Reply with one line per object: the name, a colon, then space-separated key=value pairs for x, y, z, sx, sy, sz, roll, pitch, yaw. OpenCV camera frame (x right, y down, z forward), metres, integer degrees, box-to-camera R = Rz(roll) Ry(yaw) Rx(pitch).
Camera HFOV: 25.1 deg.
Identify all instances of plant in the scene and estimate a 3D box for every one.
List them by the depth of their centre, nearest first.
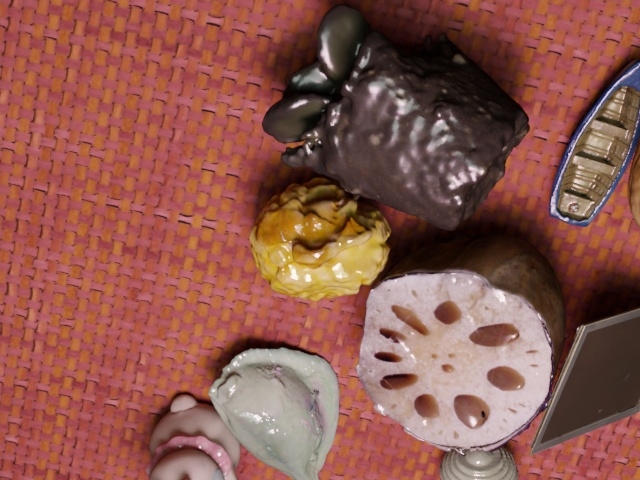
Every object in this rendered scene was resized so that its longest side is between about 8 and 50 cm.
plant: x=0.091 y=-0.145 z=1.665 sx=0.276 sy=0.188 sz=0.199 roll=31 pitch=121 yaw=8

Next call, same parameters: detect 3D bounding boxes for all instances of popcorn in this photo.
popcorn: x=0.000 y=0.000 z=1.747 sx=0.180 sy=0.180 sz=0.170 roll=10 pitch=121 yaw=-3

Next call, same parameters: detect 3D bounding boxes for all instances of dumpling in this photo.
dumpling: x=-0.045 y=0.232 z=1.898 sx=0.149 sy=0.105 sz=0.217 roll=-29 pitch=112 yaw=15

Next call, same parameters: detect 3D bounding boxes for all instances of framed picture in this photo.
framed picture: x=0.367 y=0.163 z=1.813 sx=0.252 sy=0.014 sz=0.197 roll=-11 pitch=127 yaw=-44

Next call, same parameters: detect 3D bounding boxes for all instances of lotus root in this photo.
lotus root: x=0.183 y=0.107 z=1.788 sx=0.272 sy=0.192 sz=0.272 roll=11 pitch=126 yaw=15

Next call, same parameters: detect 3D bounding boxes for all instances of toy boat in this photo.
toy boat: x=0.343 y=-0.124 z=1.745 sx=0.080 sy=0.046 sz=0.229 roll=17 pitch=115 yaw=-6

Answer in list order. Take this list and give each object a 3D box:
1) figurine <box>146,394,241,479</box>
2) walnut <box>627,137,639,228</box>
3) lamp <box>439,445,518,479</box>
figurine: x=-0.169 y=0.324 z=1.874 sx=0.127 sy=0.235 sz=0.155 roll=-3 pitch=116 yaw=3
walnut: x=0.470 y=-0.089 z=1.671 sx=0.225 sy=0.225 sz=0.261 roll=29 pitch=113 yaw=-12
lamp: x=0.214 y=0.354 z=1.960 sx=0.106 sy=0.106 sz=0.193 roll=0 pitch=125 yaw=2
